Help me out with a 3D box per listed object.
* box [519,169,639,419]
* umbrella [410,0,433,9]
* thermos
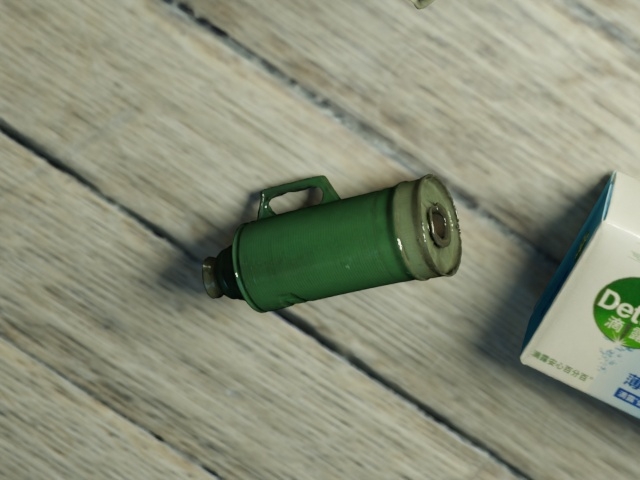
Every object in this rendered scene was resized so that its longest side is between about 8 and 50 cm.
[{"bbox_3d":[0.256,0.059,1.287,0.194,0.073,0.139,25,126,0],"label":"box"},{"bbox_3d":[0.211,-0.203,1.115,0.357,0.113,0.106,0,149,11],"label":"umbrella"},{"bbox_3d":[0.000,0.005,1.331,0.187,0.073,0.083,-14,118,25],"label":"thermos"}]
